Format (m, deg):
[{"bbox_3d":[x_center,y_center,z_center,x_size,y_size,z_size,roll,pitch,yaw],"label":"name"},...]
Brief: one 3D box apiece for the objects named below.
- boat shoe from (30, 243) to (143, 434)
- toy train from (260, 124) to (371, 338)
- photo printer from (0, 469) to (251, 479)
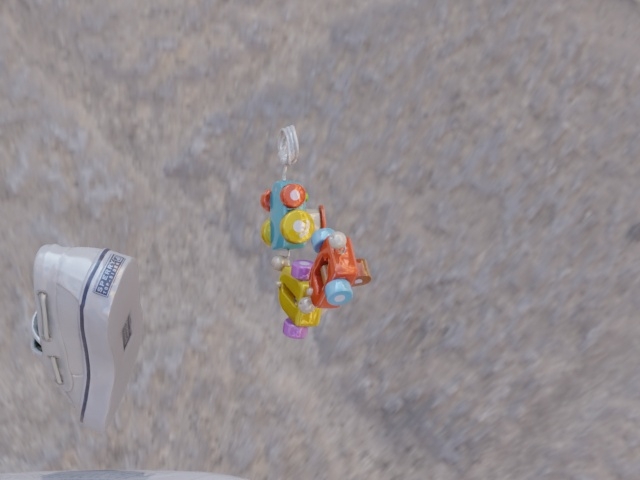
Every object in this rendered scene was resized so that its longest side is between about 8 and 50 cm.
[{"bbox_3d":[-0.213,0.086,1.549,0.088,0.267,0.096,18,64,5],"label":"boat shoe"},{"bbox_3d":[0.000,0.000,1.285,0.046,0.125,0.166,2,46,-20],"label":"toy train"},{"bbox_3d":[-0.200,0.194,0.948,0.256,0.307,0.107,-5,89,26],"label":"photo printer"}]
